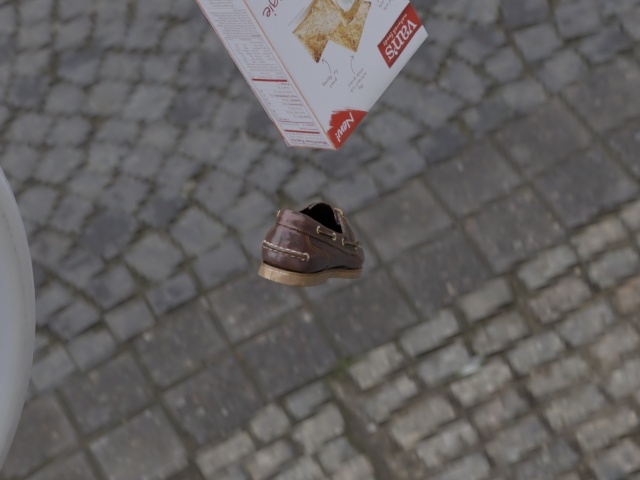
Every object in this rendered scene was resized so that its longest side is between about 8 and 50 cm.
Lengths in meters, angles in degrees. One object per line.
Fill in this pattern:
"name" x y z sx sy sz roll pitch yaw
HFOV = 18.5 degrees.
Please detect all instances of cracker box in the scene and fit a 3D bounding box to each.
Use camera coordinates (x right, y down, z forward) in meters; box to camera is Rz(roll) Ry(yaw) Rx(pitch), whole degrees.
"cracker box" -0.016 -0.213 1.684 0.067 0.232 0.155 7 50 44

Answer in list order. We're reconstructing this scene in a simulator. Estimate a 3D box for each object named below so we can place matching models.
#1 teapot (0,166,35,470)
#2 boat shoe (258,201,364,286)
"teapot" -0.240 0.033 0.704 0.187 0.252 0.256 15 70 38
"boat shoe" 0.000 0.000 1.844 0.073 0.207 0.073 13 96 12
